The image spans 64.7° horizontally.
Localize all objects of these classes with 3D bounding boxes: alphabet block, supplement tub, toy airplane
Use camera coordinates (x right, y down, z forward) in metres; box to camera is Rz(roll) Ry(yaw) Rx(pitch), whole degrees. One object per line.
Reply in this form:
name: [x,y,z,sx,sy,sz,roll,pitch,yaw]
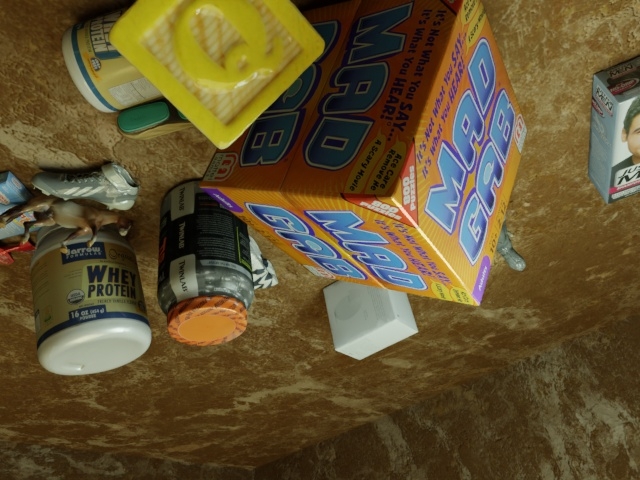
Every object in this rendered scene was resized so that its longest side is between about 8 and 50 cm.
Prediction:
alphabet block: [-0.139,-0.263,0.684,0.193,0.197,0.192,-46,111,3]
supplement tub: [-0.292,-0.305,0.827,0.199,0.144,0.144,-16,143,5]
supplement tub: [-0.527,0.119,1.152,0.228,0.316,0.228,-18,153,-9]
supplement tub: [-0.259,0.048,1.141,0.207,0.338,0.207,-8,143,-6]
toy airplane: [-0.757,0.023,1.218,0.151,0.028,0.151,-7,162,-2]

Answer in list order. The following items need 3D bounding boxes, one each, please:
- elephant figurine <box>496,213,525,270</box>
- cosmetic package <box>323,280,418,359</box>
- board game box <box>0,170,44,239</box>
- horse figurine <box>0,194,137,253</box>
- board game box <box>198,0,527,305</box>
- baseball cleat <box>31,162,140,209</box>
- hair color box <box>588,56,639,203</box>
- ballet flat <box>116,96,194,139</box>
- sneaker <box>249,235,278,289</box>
elephant figurine: [0.409,-0.051,1.277,0.186,0.239,0.169,-8,144,-5]
cosmetic package: [0.151,0.213,1.567,0.224,0.224,0.138,-33,138,26]
board game box: [-0.734,-0.063,1.112,0.211,0.039,0.160,-13,144,2]
horse figurine: [-0.547,-0.042,1.067,0.263,0.174,0.066,11,120,-5]
board game box: [0.095,-0.143,0.861,0.356,0.356,0.356,8,158,38]
baseball cleat: [-0.494,-0.131,1.081,0.206,0.072,0.109,13,123,-36]
hair color box: [0.762,-0.261,1.204,0.185,0.114,0.374,-21,142,12]
ballet flat: [-0.276,-0.249,0.984,0.232,0.080,0.073,-12,171,4]
sneaker: [-0.226,0.081,1.396,0.153,0.094,0.235,-25,153,3]
